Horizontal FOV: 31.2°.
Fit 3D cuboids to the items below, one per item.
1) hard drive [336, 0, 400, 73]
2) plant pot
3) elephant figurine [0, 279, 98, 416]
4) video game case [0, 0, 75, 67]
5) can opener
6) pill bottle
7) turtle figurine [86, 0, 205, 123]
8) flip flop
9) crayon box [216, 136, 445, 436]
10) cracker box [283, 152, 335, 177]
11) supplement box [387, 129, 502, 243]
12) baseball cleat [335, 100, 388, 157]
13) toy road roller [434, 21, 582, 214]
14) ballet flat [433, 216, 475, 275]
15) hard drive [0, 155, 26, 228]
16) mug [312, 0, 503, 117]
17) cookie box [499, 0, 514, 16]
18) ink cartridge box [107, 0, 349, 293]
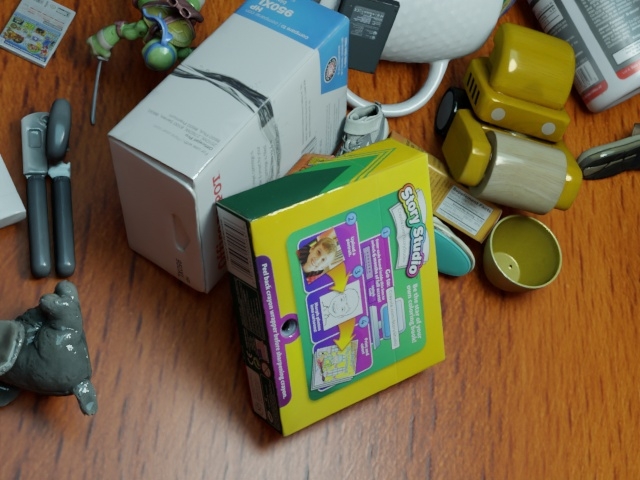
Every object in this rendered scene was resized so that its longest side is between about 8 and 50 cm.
[{"bbox_3d":[0.065,-0.345,1.899,0.094,0.135,0.022,12,38,-13],"label":"hard drive"},{"bbox_3d":[0.332,0.036,1.971,0.134,0.095,0.134,8,64,-17],"label":"plant pot"},{"bbox_3d":[-0.453,0.155,1.624,0.239,0.186,0.169,-10,114,-12],"label":"elephant figurine"},{"bbox_3d":[-0.472,-0.352,1.906,0.087,0.011,0.122,26,61,-8],"label":"video game case"},{"bbox_3d":[-0.418,-0.081,1.764,0.074,0.093,0.281,0,72,-18],"label":"can opener"},{"bbox_3d":[0.518,-0.444,2.166,0.210,0.210,0.363,-26,85,-27],"label":"pill bottle"},{"bbox_3d":[-0.280,-0.320,1.910,0.197,0.275,0.266,-2,45,3],"label":"turtle figurine"},{"bbox_3d":[0.597,-0.181,2.170,0.277,0.112,0.080,-12,57,-19],"label":"flip flop"},{"bbox_3d":[0.027,0.067,1.724,0.313,0.106,0.363,-22,120,-28],"label":"crayon box"},{"bbox_3d":[0.000,0.000,1.812,0.156,0.067,0.232,-50,130,-30],"label":"cracker box"},{"bbox_3d":[0.200,-0.093,1.978,0.233,0.080,0.078,33,20,-5],"label":"supplement box"},{"bbox_3d":[0.044,-0.145,1.901,0.072,0.109,0.206,18,64,23],"label":"baseball cleat"},{"bbox_3d":[0.338,-0.221,1.962,0.202,0.241,0.330,14,31,-13],"label":"toy road roller"},{"bbox_3d":[0.154,-0.024,1.950,0.248,0.086,0.086,26,61,-6],"label":"ballet flat"},{"bbox_3d":[-0.624,-0.150,1.731,0.233,0.047,0.353,-22,77,-21],"label":"hard drive"},{"bbox_3d":[0.131,-0.404,2.023,0.328,0.276,0.374,12,94,-16],"label":"mug"},{"bbox_3d":[0.326,-0.488,2.207,0.107,0.092,0.040,46,64,5],"label":"cookie box"},{"bbox_3d":[-0.129,-0.159,1.768,0.166,0.285,0.395,29,58,19],"label":"ink cartridge box"}]
